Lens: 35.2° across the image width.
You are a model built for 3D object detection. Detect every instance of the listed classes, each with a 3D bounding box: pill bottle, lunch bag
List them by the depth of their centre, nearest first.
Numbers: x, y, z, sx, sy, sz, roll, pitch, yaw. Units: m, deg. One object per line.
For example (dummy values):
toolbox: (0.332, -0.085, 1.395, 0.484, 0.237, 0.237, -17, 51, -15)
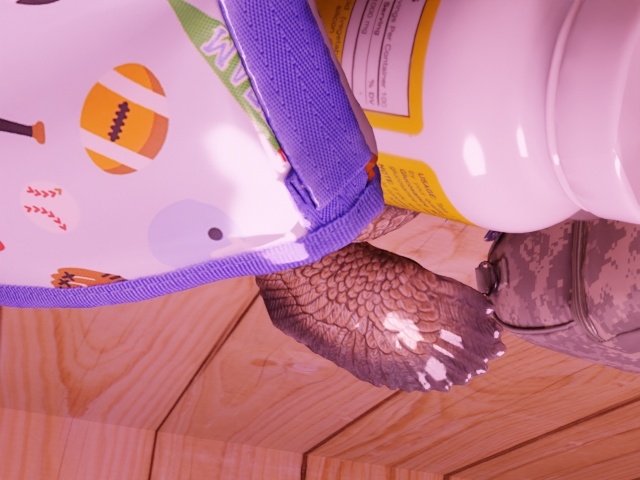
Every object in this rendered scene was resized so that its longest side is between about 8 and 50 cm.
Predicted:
lunch bag: (-0.167, -0.146, 0.499, 0.385, 0.239, 0.328, 8, 135, 42)
pill bottle: (0.078, -0.110, 0.637, 0.333, 0.188, 0.188, 18, 170, 44)
lunch bag: (0.346, 0.043, 1.023, 0.305, 0.213, 0.256, 17, 153, -22)

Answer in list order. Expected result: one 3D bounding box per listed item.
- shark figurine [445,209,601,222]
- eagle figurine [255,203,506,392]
shark figurine: (0.139, -0.072, 0.924, 0.166, 0.116, 0.278, -6, -176, -9)
eagle figurine: (0.007, -0.009, 0.889, 0.226, 0.298, 0.225, 9, 117, -41)
